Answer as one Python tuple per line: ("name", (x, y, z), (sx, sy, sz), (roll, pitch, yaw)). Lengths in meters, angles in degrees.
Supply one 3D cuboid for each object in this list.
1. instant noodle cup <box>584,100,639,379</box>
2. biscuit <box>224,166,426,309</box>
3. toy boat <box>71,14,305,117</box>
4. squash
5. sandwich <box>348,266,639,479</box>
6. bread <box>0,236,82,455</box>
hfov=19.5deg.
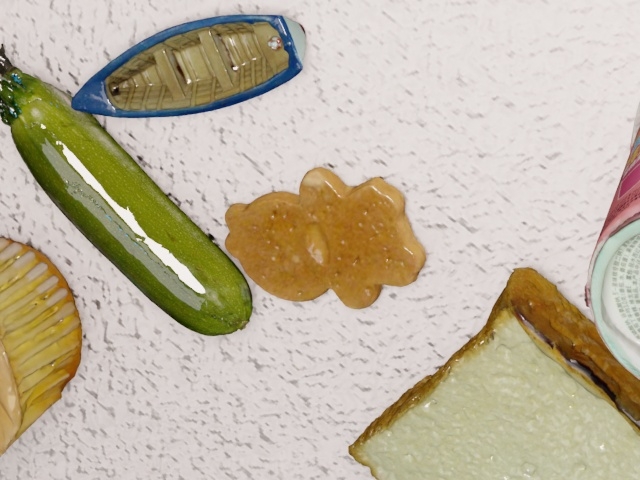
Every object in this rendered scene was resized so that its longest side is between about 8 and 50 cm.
("instant noodle cup", (0.304, -0.014, 1.346), (0.244, 0.255, 0.244), (13, 123, 21))
("biscuit", (0.005, 0.003, 1.635), (0.184, 0.027, 0.133), (-23, 106, 35))
("toy boat", (-0.114, -0.147, 1.595), (0.229, 0.046, 0.080), (-13, 112, 31))
("squash", (-0.186, -0.038, 1.667), (0.331, 0.087, 0.087), (46, 126, -6))
("sandwich", (0.180, 0.171, 1.609), (0.226, 0.087, 0.251), (42, 129, 1))
("bread", (-0.363, 0.099, 1.789), (0.288, 0.156, 0.204), (-4, 107, 30))
